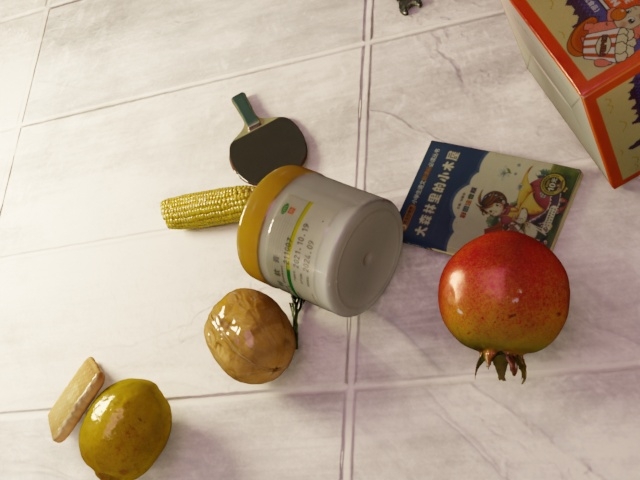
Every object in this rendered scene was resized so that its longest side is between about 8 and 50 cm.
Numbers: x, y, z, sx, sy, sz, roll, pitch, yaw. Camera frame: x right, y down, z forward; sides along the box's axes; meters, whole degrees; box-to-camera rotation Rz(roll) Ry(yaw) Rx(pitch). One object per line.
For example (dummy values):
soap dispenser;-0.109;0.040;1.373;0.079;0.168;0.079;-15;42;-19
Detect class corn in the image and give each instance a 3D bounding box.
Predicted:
corn;-0.232;-0.071;2.041;0.248;0.081;0.081;-8;61;23

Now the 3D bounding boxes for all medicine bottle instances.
medicine bottle;0.000;0.000;1.785;0.232;0.238;0.238;23;76;34

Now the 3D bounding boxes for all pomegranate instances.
pomegranate;0.310;0.111;1.584;0.221;0.221;0.257;-3;80;26

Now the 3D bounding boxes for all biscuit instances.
biscuit;-0.495;0.319;1.919;0.160;0.030;0.249;-57;16;-10

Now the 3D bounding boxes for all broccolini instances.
broccolini;-0.044;0.150;1.865;0.035;0.030;0.140;4;66;-10

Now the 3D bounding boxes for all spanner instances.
spanner;0.145;-0.585;2.160;0.054;0.015;0.254;-42;53;2

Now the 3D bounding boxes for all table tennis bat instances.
table tennis bat;-0.136;-0.230;2.097;0.173;0.022;0.301;-28;51;-3

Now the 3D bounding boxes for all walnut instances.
walnut;-0.133;0.184;1.808;0.165;0.165;0.197;-48;53;-3

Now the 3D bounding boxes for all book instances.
book;0.308;-0.066;1.797;0.322;0.018;0.228;15;72;32

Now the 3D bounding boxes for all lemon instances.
lemon;-0.375;0.368;1.825;0.170;0.170;0.207;15;65;33

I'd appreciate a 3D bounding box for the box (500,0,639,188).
box;0.513;-0.342;1.652;0.257;0.318;0.349;-30;54;8
